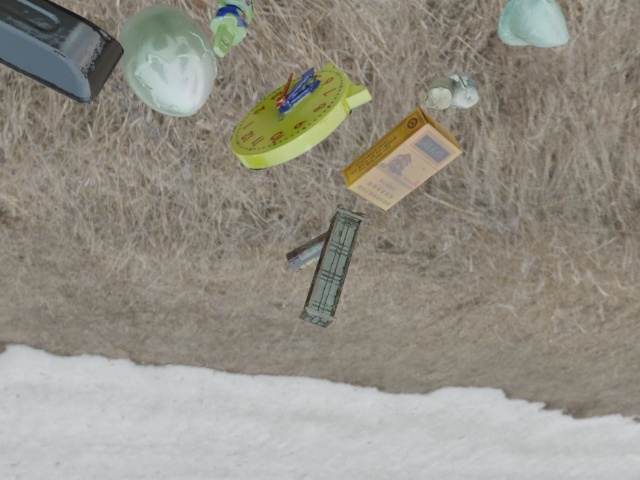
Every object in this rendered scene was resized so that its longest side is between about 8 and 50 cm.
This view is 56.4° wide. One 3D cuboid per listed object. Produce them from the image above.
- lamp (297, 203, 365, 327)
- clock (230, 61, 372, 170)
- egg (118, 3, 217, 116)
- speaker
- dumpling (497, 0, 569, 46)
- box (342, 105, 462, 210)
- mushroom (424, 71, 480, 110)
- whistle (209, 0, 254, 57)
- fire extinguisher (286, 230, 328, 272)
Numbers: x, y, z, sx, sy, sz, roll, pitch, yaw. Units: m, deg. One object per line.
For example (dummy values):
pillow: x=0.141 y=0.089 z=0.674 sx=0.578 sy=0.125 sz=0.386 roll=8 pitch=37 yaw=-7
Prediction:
lamp: x=0.032 y=0.066 z=1.599 sx=0.089 sy=0.326 sz=0.090 roll=21 pitch=152 yaw=-7
clock: x=-0.061 y=-0.262 z=1.207 sx=0.293 sy=0.277 sz=0.071 roll=-39 pitch=124 yaw=-3
egg: x=-0.448 y=-0.526 z=1.789 sx=0.278 sy=0.336 sz=0.278 roll=-30 pitch=167 yaw=-7
speaker: x=-0.643 y=-0.480 z=1.293 sx=0.388 sy=0.180 sz=0.184 roll=26 pitch=157 yaw=-10
dumpling: x=0.529 y=-0.542 z=1.480 sx=0.216 sy=0.149 sz=0.105 roll=22 pitch=92 yaw=-38
box: x=0.216 y=-0.212 z=1.600 sx=0.274 sy=0.076 sz=0.174 roll=-38 pitch=140 yaw=26
mushroom: x=0.339 y=-0.384 z=1.556 sx=0.099 sy=0.096 sz=0.278 roll=-25 pitch=178 yaw=33
whistle: x=-0.221 y=-0.541 z=1.478 sx=0.085 sy=0.228 sz=0.105 roll=-12 pitch=140 yaw=34
fire extinguisher: x=0.003 y=0.006 z=1.955 sx=0.252 sy=0.075 sz=0.106 roll=-29 pitch=128 yaw=9
